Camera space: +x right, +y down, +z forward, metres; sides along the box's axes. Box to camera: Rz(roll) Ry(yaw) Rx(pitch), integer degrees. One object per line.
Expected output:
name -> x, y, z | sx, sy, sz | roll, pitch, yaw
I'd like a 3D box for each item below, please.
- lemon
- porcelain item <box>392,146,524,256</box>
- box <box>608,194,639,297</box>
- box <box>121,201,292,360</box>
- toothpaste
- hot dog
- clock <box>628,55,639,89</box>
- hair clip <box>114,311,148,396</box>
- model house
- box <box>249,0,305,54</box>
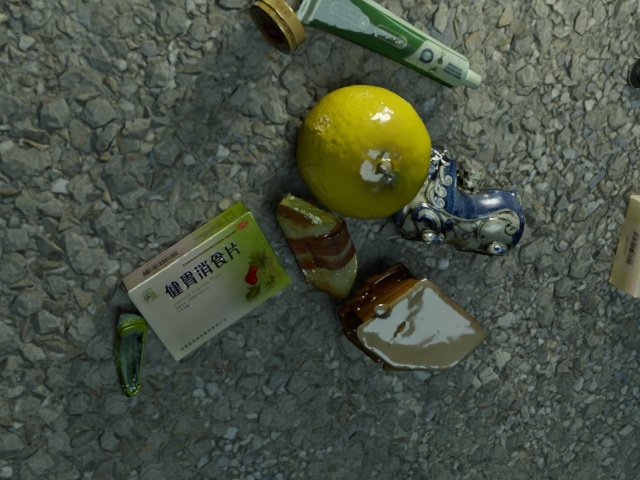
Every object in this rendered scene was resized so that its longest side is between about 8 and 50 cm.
lemon -> 0.083, -0.148, 1.663 | 0.240, 0.219, 0.241 | -7, 112, -17
porcelain item -> 0.268, -0.071, 1.840 | 0.287, 0.138, 0.186 | 11, 89, -23
box -> 0.749, 0.012, 2.098 | 0.168, 0.095, 0.212 | 0, 110, -21
box -> -0.203, 0.074, 1.718 | 0.260, 0.062, 0.175 | -34, 121, -7
toothpaste -> 0.135, -0.355, 1.694 | 0.392, 0.061, 0.099 | 22, 101, -27
hot dog -> -0.001, -0.005, 1.745 | 0.093, 0.123, 0.262 | -61, 147, -32
clock -> 0.667, -0.349, 1.959 | 0.083, 0.010, 0.074 | -48, 122, 0
hair clip -> -0.343, 0.204, 1.727 | 0.060, 0.033, 0.188 | -9, 124, -28
model house -> 0.157, 0.156, 1.817 | 0.199, 0.229, 0.220 | -41, 103, -7
box -> -0.070, -0.359, 1.572 | 0.037, 0.105, 0.105 | -42, 121, -12
